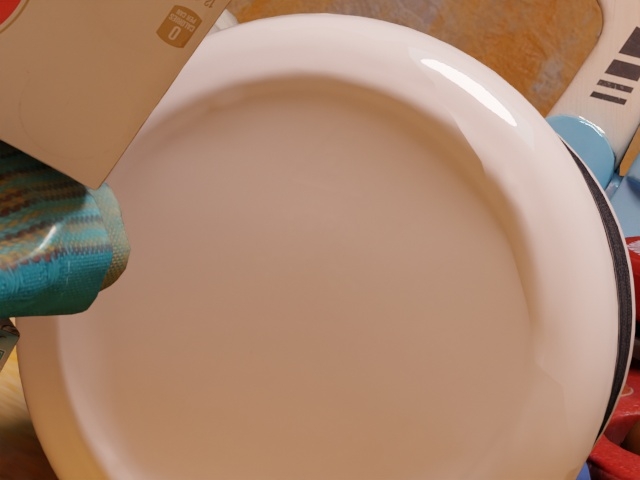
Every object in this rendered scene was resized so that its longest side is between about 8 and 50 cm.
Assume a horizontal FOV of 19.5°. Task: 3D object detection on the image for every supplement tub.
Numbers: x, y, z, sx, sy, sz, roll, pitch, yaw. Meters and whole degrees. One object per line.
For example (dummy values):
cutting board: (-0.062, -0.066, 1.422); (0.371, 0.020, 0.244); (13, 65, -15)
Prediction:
supplement tub: (0.018, 0.027, 0.686); (0.191, 0.191, 0.272); (32, 5, 11)

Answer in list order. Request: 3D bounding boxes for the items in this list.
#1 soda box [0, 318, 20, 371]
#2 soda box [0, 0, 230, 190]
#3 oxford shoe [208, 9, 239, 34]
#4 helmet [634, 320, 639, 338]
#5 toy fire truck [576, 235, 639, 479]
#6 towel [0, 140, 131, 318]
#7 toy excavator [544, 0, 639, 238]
soda box: (-0.151, 0.010, 0.563); (0.058, 0.063, 0.183); (25, 8, -32)
soda box: (-0.127, -0.102, 0.457); (0.216, 0.074, 0.069); (29, 23, -23)
oxford shoe: (-0.083, -0.054, 1.033); (0.130, 0.169, 0.449); (19, 13, -4)
helmet: (0.206, 0.096, 1.222); (0.169, 0.161, 0.169); (37, -6, 5)
toy fire truck: (0.168, 0.107, 0.996); (0.253, 0.169, 0.302); (-3, 16, -28)
towel: (-0.227, -0.076, 0.399); (0.271, 0.040, 0.370); (47, 22, 22)
toy excavator: (0.234, -0.066, 1.507); (0.433, 0.445, 0.222); (32, 4, 11)
